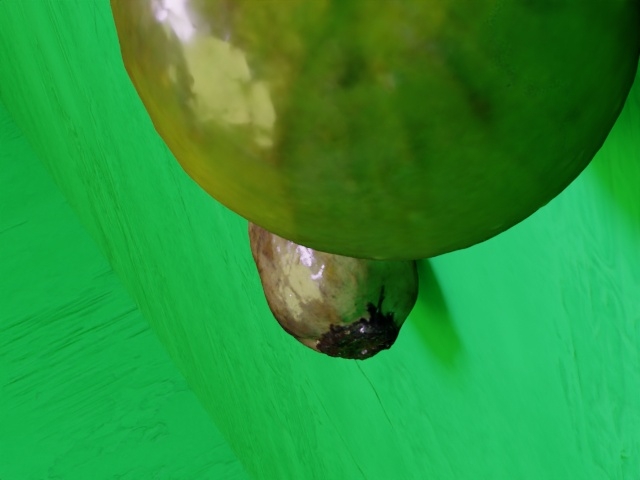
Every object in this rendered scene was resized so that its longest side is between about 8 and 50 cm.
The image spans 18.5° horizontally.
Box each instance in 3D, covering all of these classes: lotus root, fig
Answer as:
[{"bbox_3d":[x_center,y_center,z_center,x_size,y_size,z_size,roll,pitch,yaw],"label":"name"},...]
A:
[{"bbox_3d":[0.000,0.000,1.603,0.214,0.138,0.138,61,167,17],"label":"lotus root"},{"bbox_3d":[0.038,-0.110,0.984,0.258,0.258,0.326,58,-177,23],"label":"fig"}]
